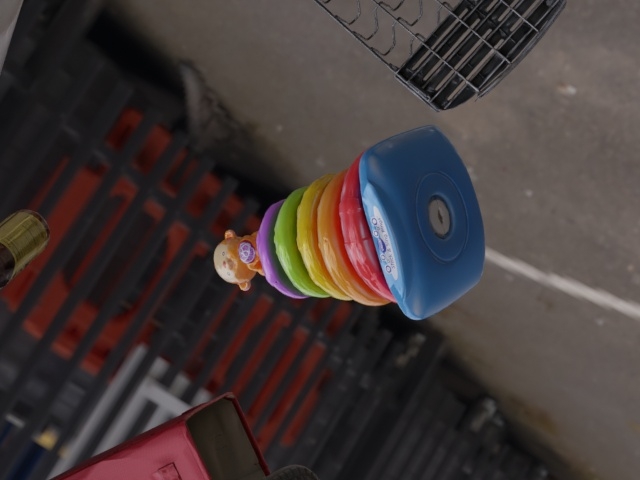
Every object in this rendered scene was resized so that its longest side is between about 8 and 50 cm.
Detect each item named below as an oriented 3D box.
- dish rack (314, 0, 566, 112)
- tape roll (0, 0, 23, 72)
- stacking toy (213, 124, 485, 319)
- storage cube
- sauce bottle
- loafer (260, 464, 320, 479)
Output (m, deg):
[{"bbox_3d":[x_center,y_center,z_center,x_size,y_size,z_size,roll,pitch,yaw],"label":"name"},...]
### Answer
[{"bbox_3d":[0.087,-0.254,1.283,0.271,0.208,0.074,43,-177,11],"label":"dish rack"},{"bbox_3d":[-0.333,-0.168,0.884,0.286,0.286,0.100,31,135,0],"label":"tape roll"},{"bbox_3d":[0.000,0.000,1.446,0.301,0.165,0.175,-11,99,38],"label":"stacking toy"},{"bbox_3d":[-0.159,0.286,1.449,0.184,0.193,0.215,65,-168,2],"label":"storage cube"},{"bbox_3d":[-0.258,0.016,1.113,0.042,0.042,0.128,30,-150,4],"label":"sauce bottle"},{"bbox_3d":[-0.092,0.274,1.257,0.251,0.087,0.094,-8,-114,-49],"label":"loafer"}]
